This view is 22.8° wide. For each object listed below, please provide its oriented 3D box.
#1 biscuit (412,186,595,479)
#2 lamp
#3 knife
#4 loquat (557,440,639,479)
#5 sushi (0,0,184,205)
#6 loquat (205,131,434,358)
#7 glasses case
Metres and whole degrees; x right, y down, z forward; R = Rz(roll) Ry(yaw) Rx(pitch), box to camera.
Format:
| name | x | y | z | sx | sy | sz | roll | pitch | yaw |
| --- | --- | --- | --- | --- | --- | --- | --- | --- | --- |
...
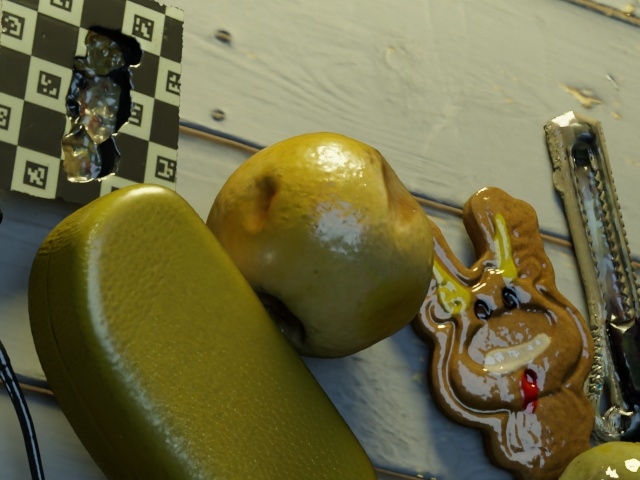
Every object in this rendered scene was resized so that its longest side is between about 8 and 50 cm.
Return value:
| name | x | y | z | sx | sy | sz | roll | pitch | yaw |
| --- | --- | --- | --- | --- | --- | --- | --- | --- | --- |
| biscuit | 0.181 | 0.097 | 1.561 | 0.186 | 0.044 | 0.295 | -24 | 84 | -18 |
| lamp | -0.281 | 0.154 | 1.358 | 0.130 | 0.108 | 0.371 | -27 | 102 | -63 |
| knife | 0.291 | 0.035 | 1.633 | 0.089 | 0.043 | 0.365 | -2 | 74 | -21 |
| loquat | 0.302 | 0.277 | 1.504 | 0.195 | 0.152 | 0.152 | 42 | 61 | -30 |
| sushi | -0.223 | -0.130 | 1.467 | 0.192 | 0.050 | 0.215 | 11 | 73 | -36 |
| loquat | 0.005 | 0.002 | 1.439 | 0.213 | 0.213 | 0.213 | 7 | 71 | -21 |
| glasses case | -0.115 | 0.137 | 1.361 | 0.173 | 0.141 | 0.371 | -42 | 102 | -34 |
